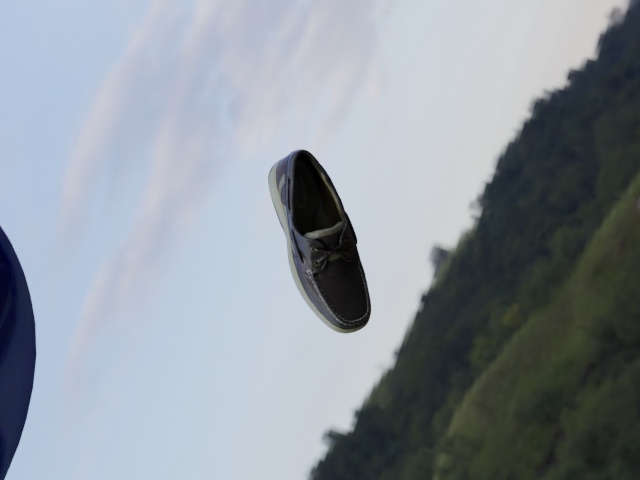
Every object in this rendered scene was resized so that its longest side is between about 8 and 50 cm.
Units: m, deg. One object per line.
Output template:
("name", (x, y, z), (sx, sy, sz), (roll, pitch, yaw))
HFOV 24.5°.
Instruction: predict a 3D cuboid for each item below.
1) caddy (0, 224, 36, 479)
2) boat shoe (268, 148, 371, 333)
("caddy", (-0.269, 0.079, 0.598), (0.341, 0.179, 0.241), (-16, -59, -52))
("boat shoe", (0.000, 0.000, 1.162), (0.056, 0.152, 0.049), (-23, -9, -17))
